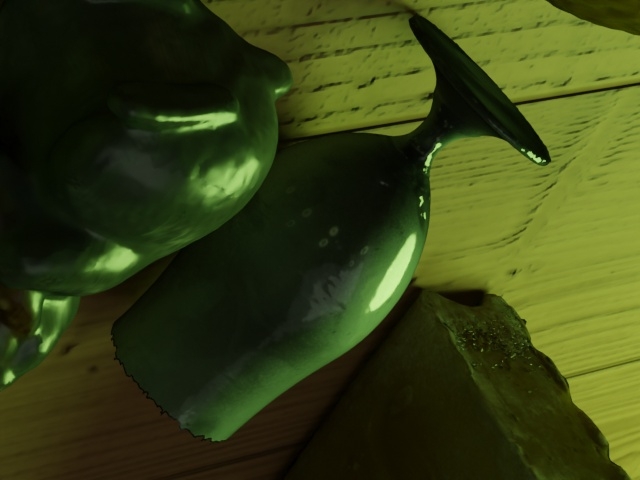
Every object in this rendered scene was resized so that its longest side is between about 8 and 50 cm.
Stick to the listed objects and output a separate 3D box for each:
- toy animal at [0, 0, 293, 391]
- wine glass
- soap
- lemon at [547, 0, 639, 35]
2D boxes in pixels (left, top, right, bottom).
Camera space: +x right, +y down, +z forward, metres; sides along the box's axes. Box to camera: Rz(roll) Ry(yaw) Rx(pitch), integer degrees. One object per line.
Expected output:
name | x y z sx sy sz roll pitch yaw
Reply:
toy animal | -0.112 0.001 0.656 0.138 0.108 0.236 6 131 -42
wine glass | 0.000 0.000 0.752 0.202 0.093 0.093 -41 144 15
soap | 0.048 0.171 0.935 0.080 0.160 0.257 7 129 -39
lemon | 0.127 -0.171 0.519 0.228 0.228 0.253 -37 146 7
